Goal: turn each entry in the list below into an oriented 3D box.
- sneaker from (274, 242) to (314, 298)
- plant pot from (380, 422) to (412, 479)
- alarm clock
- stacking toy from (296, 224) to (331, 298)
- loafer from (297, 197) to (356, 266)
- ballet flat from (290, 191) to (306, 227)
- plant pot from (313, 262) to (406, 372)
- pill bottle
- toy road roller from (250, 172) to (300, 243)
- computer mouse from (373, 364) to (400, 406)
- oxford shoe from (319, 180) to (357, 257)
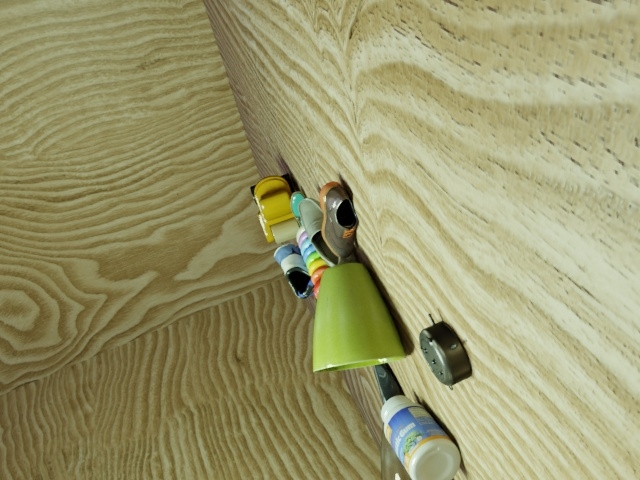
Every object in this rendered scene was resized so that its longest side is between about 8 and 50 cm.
[{"bbox_3d":[-0.037,0.154,1.802,0.315,0.127,0.182,30,-153,-37],"label":"sneaker"},{"bbox_3d":[0.288,0.697,1.576,0.215,0.215,0.230,89,172,-66],"label":"plant pot"},{"bbox_3d":[0.266,0.260,1.028,0.129,0.064,0.192,54,167,56],"label":"alarm clock"},{"bbox_3d":[-0.001,0.081,1.667,0.330,0.141,0.141,-101,-2,-47],"label":"stacking toy"},{"bbox_3d":[0.010,-0.027,1.599,0.319,0.112,0.111,55,-163,28],"label":"loafer"},{"bbox_3d":[-0.078,-0.115,2.084,0.073,0.080,0.232,-97,-9,-64],"label":"ballet flat"},{"bbox_3d":[0.093,0.226,1.430,0.275,0.275,0.293,96,166,-71],"label":"plant pot"},{"bbox_3d":[0.279,0.578,1.403,0.272,0.152,0.152,-140,30,-70],"label":"pill bottle"},{"bbox_3d":[-0.189,-0.133,2.168,0.240,0.202,0.329,-110,1,-72],"label":"toy road roller"},{"bbox_3d":[0.243,0.512,1.754,0.188,0.072,0.272,75,-179,-50],"label":"computer mouse"},{"bbox_3d":[0.061,-0.038,1.402,0.098,0.097,0.271,47,160,46],"label":"oxford shoe"}]
